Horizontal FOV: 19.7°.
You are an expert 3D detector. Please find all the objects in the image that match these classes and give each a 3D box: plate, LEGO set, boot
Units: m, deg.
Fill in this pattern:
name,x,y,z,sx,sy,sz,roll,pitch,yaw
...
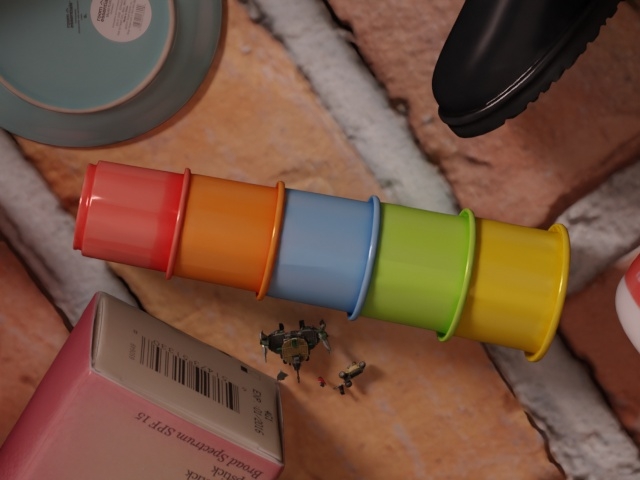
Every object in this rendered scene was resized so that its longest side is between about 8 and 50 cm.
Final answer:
name,x,y,z,sx,sy,sz,roll,pitch,yaw
plate,-0.155,-0.143,1.159,0.188,0.024,0.188,-1,112,-3
LEGO set,-0.009,0.076,1.267,0.054,0.023,0.083,-35,124,13
boot,0.102,-0.212,1.105,0.207,0.094,0.246,40,99,-22

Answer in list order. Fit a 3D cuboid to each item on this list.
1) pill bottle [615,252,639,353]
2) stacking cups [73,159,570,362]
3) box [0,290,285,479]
name,x,y,z,sx,sy,sz,roll,pitch,yaw
pill bottle,0.368,-0.038,1.135,0.210,0.210,0.363,31,108,-15
stacking cups,0.000,0.000,1.204,0.316,0.096,0.096,13,112,-4
box,-0.145,0.178,1.241,0.149,0.127,0.232,28,108,-15
